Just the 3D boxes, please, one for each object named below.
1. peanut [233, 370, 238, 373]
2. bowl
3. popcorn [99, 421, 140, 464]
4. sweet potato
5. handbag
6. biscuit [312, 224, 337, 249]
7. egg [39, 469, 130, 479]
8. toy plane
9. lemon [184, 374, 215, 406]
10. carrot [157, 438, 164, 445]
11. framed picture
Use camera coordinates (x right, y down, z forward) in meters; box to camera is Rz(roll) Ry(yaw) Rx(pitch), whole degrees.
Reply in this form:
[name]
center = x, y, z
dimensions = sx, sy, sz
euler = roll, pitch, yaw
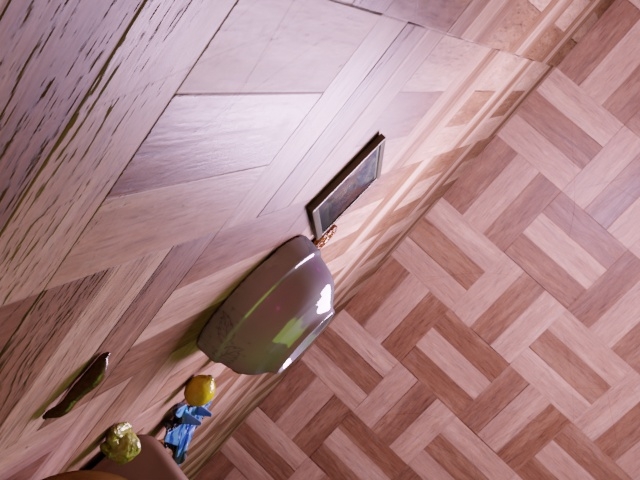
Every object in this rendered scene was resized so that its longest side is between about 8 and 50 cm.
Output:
[peanut]
center = -0.130, 0.203, 1.706
dimensions = 0.193, 0.089, 0.089
euler = -49, 171, 17
[bowl]
center = -0.077, 0.140, 1.478
dimensions = 0.287, 0.143, 0.287
euler = -46, 171, -10
[popcorn]
center = -0.349, 0.353, 1.408
dimensions = 0.060, 0.068, 0.083
euler = -79, 166, -62
[sweet potato]
center = -0.299, 0.186, 0.998
dimensions = 0.115, 0.026, 0.026
euler = -48, 171, -5
[handbag]
center = -0.356, 0.543, 1.469
dimensions = 0.302, 0.283, 0.149
euler = -41, 167, -35
[biscuit]
center = 0.000, 0.000, 1.631
dimensions = 0.091, 0.015, 0.078
euler = -44, 169, -19
[egg]
center = -0.373, 0.505, 1.164
dimensions = 0.374, 0.301, 0.301
euler = -43, 174, 26
[toy plane]
center = -0.323, 0.449, 1.857
dimensions = 0.169, 0.078, 0.246
euler = -35, 159, -52
[lemon]
center = -0.251, 0.312, 1.672
dimensions = 0.083, 0.062, 0.062
euler = -50, 171, 11
[carrot]
center = -0.411, 0.513, 1.839
dimensions = 0.072, 0.072, 0.205
euler = -52, 178, 30
[framed picture]
center = 0.048, -0.091, 1.455
dimensions = 0.184, 0.016, 0.250
euler = -45, 171, -7
